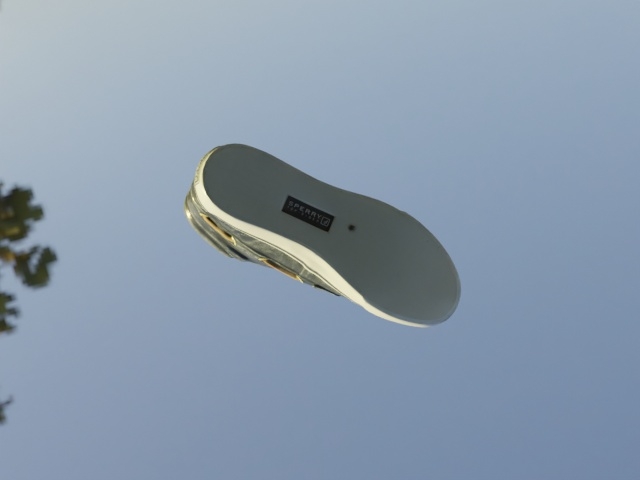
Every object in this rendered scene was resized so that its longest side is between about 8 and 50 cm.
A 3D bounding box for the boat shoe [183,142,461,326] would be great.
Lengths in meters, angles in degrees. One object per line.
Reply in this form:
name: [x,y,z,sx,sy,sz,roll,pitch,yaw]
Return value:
boat shoe: [0.000,0.000,0.884,0.065,0.183,0.083,-62,-173,-17]
